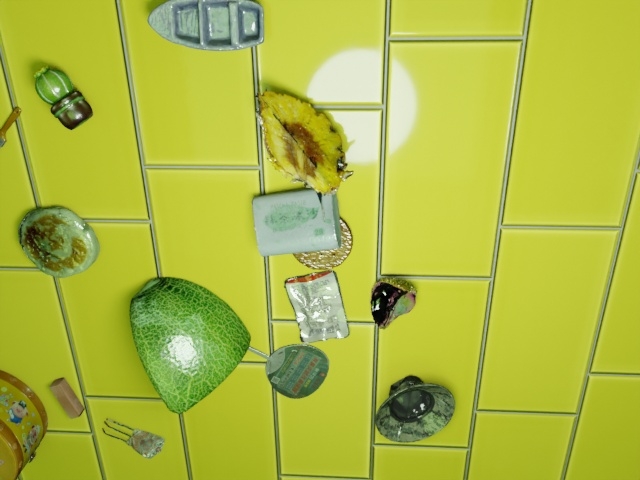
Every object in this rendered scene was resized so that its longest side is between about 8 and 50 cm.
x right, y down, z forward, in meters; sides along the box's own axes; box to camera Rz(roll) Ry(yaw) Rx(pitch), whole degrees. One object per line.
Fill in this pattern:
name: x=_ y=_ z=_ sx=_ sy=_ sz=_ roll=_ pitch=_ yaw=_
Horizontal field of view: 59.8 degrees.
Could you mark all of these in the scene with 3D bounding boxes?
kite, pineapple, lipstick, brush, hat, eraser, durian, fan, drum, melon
kite: x=-0.674 y=0.707 z=1.990 sx=0.229 sy=0.016 sz=0.127 roll=28 pitch=110 yaw=-9
pineapple: x=-0.035 y=-0.238 z=1.446 sx=0.334 sy=0.161 sz=0.158 roll=46 pitch=140 yaw=3
lipstick: x=-0.867 y=0.541 z=1.909 sx=0.045 sy=0.045 sz=0.145 roll=-14 pitch=114 yaw=13
brush: x=-0.872 y=-0.304 z=1.534 sx=0.043 sy=0.014 sz=0.170 roll=42 pitch=110 yaw=-16
hat: x=0.285 y=0.509 z=1.767 sx=0.265 sy=0.128 sz=0.265 roll=-5 pitch=121 yaw=-9
eraser: x=-0.064 y=-0.052 z=1.527 sx=0.227 sy=0.081 sz=0.174 roll=-7 pitch=92 yaw=14
durian: x=0.221 y=0.169 z=1.645 sx=0.108 sy=0.119 sz=0.187 roll=-7 pitch=135 yaw=-34
fan: x=-0.118 y=0.429 z=1.823 sx=0.294 sy=0.012 sz=0.223 roll=1 pitch=116 yaw=3
drum: x=-1.174 y=0.652 z=1.893 sx=0.431 sy=0.214 sz=0.431 roll=1 pitch=115 yaw=2
melon: x=-0.423 y=0.283 z=1.678 sx=0.331 sy=0.226 sz=0.343 roll=-42 pitch=111 yaw=-19

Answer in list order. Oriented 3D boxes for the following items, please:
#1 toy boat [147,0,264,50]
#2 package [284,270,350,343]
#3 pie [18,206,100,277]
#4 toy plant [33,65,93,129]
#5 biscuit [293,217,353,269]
toy boat: x=-0.273 y=-0.528 z=1.351 sx=0.283 sy=0.078 sz=0.127 roll=3 pitch=116 yaw=3
package: x=-0.007 y=0.206 z=1.699 sx=0.166 sy=0.040 sz=0.232 roll=-14 pitch=105 yaw=7
pie: x=-0.777 y=0.006 z=1.651 sx=0.240 sy=0.054 sz=0.240 roll=2 pitch=113 yaw=4
toy plant: x=-0.672 y=-0.373 z=1.445 sx=0.092 sy=0.093 sz=0.162 roll=-28 pitch=110 yaw=16
biscuit: x=0.000 y=-0.001 z=1.603 sx=0.187 sy=0.027 sz=0.188 roll=2 pitch=115 yaw=5
